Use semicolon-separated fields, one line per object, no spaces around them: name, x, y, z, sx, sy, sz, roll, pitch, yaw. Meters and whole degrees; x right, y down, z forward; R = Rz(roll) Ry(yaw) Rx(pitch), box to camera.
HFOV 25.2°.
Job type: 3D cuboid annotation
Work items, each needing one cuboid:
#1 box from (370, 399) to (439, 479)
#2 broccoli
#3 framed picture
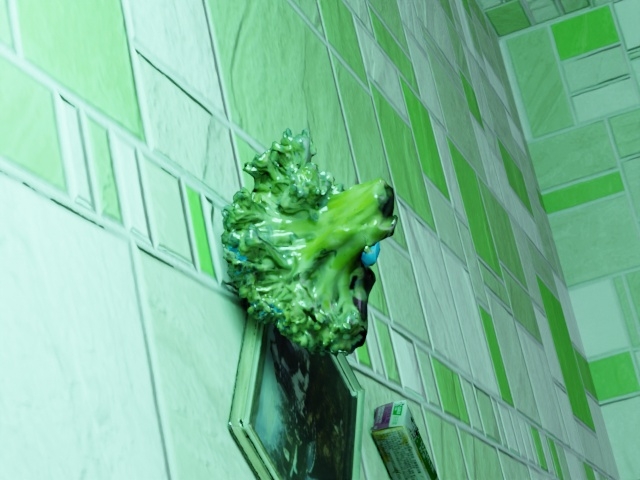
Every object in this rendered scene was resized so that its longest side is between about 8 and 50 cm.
box;0.105;0.260;1.453;0.050;0.041;0.207;-69;139;-63
broccoli;0.000;0.000;1.134;0.154;0.160;0.167;39;46;-35
framed picture;-0.009;0.141;1.218;0.296;0.019;0.232;-85;153;-56
